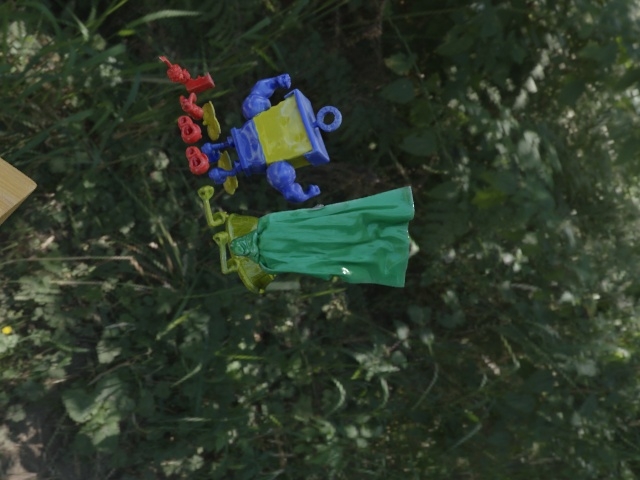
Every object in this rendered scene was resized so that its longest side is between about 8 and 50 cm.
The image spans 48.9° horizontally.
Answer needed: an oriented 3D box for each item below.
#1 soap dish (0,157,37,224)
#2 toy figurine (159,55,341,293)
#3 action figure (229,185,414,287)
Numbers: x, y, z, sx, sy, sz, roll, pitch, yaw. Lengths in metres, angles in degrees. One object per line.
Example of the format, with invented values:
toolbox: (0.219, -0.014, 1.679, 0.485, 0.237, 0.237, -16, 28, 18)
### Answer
soap dish: (-0.458, -0.048, 0.647, 0.291, 0.229, 0.118, 41, 11, -34)
toy figurine: (-0.066, -0.130, 1.028, 0.191, 0.217, 0.362, 53, 17, -74)
action figure: (0.000, 0.000, 0.896, 0.232, 0.063, 0.137, -3, 102, -19)
